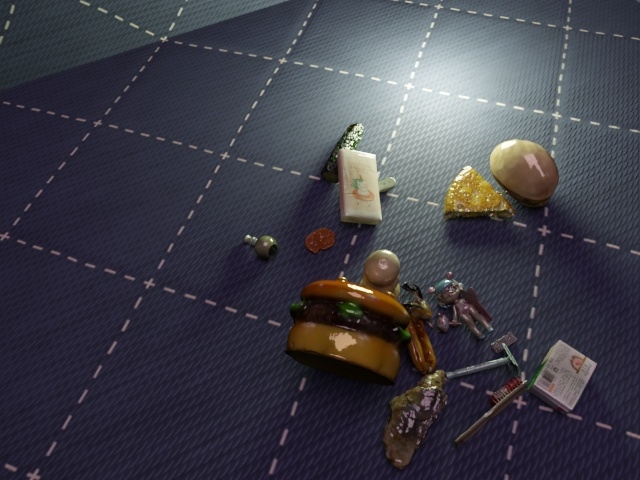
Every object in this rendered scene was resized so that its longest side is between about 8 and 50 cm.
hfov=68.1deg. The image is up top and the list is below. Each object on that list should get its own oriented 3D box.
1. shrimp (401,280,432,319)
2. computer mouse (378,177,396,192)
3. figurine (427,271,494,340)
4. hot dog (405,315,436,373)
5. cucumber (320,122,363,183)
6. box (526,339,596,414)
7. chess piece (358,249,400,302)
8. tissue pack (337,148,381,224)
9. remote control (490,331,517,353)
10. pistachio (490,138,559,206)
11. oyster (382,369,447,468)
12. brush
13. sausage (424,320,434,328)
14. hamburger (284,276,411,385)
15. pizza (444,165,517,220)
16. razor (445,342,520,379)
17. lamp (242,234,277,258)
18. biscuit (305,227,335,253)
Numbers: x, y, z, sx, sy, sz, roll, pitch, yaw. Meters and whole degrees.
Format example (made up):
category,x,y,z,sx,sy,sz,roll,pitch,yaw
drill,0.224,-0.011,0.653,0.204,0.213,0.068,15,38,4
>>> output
category,x,y,z,sx,sy,sz,roll,pitch,yaw
shrimp,0.326,0.210,1.676,0.046,0.220,0.152,-39,59,27
computer mouse,0.272,-0.234,2.048,0.111,0.032,0.055,-18,57,3
figurine,0.497,0.256,1.705,0.205,0.103,0.260,-48,64,16
hot dog,0.331,0.345,1.652,0.100,0.068,0.249,16,45,-32
cucumber,0.114,-0.415,2.133,0.097,0.096,0.359,20,62,14
box,0.797,0.451,1.566,0.135,0.081,0.199,35,68,21
chess piece,0.214,0.140,1.659,0.167,0.299,0.166,0,59,1
tissue pack,0.160,-0.226,1.978,0.170,0.071,0.324,6,65,-17
remote control,0.645,0.361,1.667,0.096,0.014,0.039,-29,61,-13
pistachio,0.839,-0.285,1.948,0.230,0.229,0.308,-23,71,-11
oyster,0.310,0.545,1.512,0.341,0.110,0.166,-38,65,-20
brush,0.543,0.549,1.531,0.321,0.060,0.050,-33,50,-17
sausage,0.379,0.285,1.727,0.015,0.015,0.100,-35,63,-18
hamburger,0.104,0.286,1.527,0.397,0.395,0.277,13,69,11
pizza,0.661,-0.152,1.959,0.288,0.075,0.279,30,68,17
razor,0.538,0.428,1.595,0.232,0.068,0.106,-16,29,4
lamp,-0.249,0.012,1.896,0.164,0.090,0.091,22,61,33
biscuit,0.000,0.000,1.921,0.131,0.019,0.102,-29,61,-14
